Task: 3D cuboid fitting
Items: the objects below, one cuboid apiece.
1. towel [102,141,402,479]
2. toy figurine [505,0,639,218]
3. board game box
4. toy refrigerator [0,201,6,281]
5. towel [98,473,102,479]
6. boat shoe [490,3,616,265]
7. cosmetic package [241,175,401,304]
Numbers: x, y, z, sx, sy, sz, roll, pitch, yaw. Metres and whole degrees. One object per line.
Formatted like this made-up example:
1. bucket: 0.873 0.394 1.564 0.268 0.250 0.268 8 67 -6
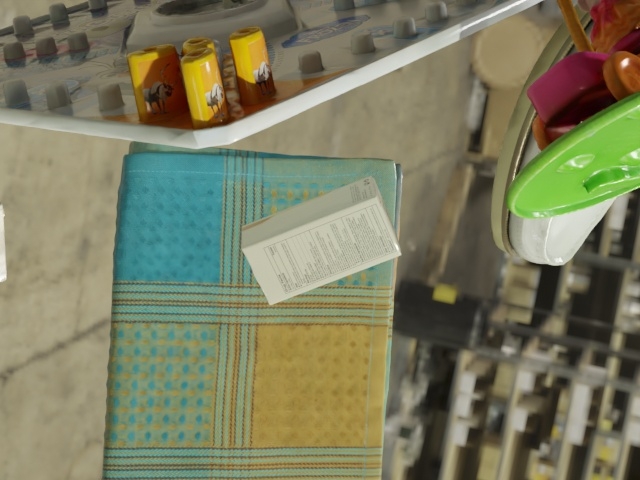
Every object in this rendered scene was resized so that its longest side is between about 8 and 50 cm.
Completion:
1. towel: -0.063 0.098 1.234 0.040 0.271 0.370 162 -69 -75
2. toy figurine: 0.129 -0.112 0.617 0.173 0.130 0.159 -9 68 -39
3. board game box: -0.079 -0.166 0.928 0.390 0.390 0.050 -30 120 -42
4. toy refrigerator: -0.458 -0.046 1.605 0.094 0.269 0.102 -10 119 -26
5. towel: -0.253 0.411 1.393 0.317 0.053 0.332 107 1 -52
6. boat shoe: 0.208 -0.108 0.802 0.113 0.103 0.302 2 117 -57
7. cosmetic package: 0.000 0.000 1.045 0.041 0.115 0.060 -97 166 -62
